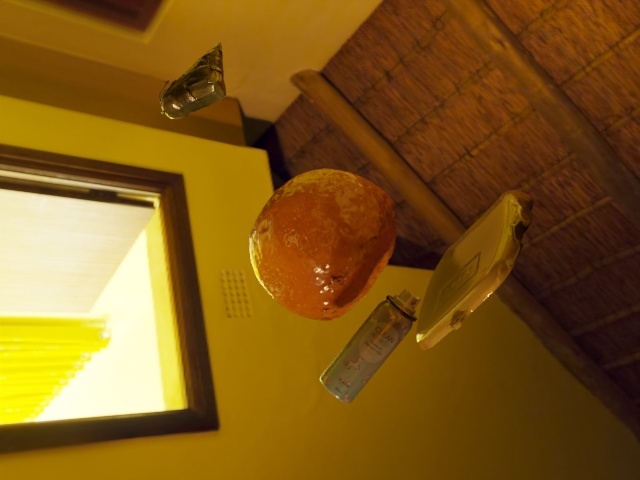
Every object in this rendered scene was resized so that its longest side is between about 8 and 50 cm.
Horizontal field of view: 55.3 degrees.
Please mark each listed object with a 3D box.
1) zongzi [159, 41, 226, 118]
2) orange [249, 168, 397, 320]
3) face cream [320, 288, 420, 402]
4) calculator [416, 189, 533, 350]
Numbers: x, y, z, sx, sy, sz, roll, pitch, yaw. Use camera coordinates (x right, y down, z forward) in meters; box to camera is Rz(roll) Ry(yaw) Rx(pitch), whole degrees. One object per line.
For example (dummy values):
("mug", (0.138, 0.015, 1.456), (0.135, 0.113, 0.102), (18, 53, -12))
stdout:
("zongzi", (-0.199, -0.248, 0.948), (0.109, 0.055, 0.119), (-20, -129, 16))
("orange", (0.000, 0.000, 1.347), (0.293, 0.340, 0.340), (34, -65, 15))
("face cream", (0.095, 0.185, 1.105), (0.229, 0.075, 0.075), (-53, -136, 7))
("calculator", (0.162, 0.025, 0.650), (0.033, 0.236, 0.157), (40, -58, 0))
